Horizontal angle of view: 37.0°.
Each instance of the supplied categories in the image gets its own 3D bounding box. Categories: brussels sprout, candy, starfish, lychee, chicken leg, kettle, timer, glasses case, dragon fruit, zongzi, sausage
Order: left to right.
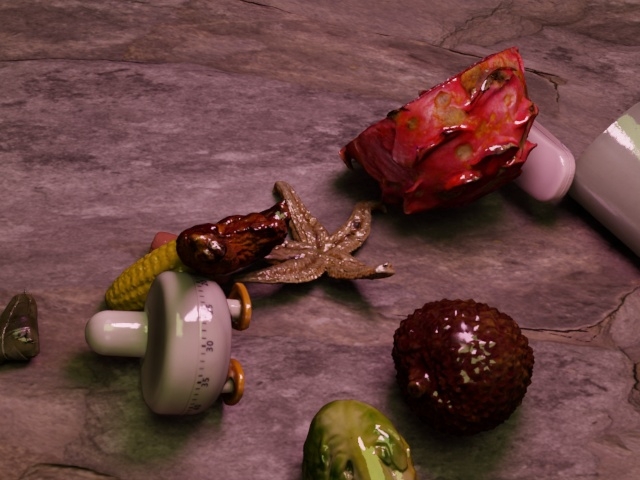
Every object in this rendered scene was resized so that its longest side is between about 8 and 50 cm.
[{"bbox_3d":[-0.541,0.137,1.602,0.131,0.062,0.154,-13,52,-5],"label":"zongzi"},{"bbox_3d":[-0.283,0.067,1.650,0.199,0.106,0.094,-25,39,9],"label":"candy"},{"bbox_3d":[-0.245,0.162,1.525,0.240,0.233,0.233,5,54,-21],"label":"timer"},{"bbox_3d":[-0.231,0.033,1.722,0.154,0.062,0.062,19,55,2],"label":"sausage"},{"bbox_3d":[-0.149,0.007,1.519,0.158,0.407,0.095,-19,91,14],"label":"chicken leg"},{"bbox_3d":[0.001,0.009,1.757,0.327,0.094,0.375,23,40,25],"label":"starfish"},{"bbox_3d":[0.061,0.346,1.478,0.161,0.223,0.223,-12,58,-37],"label":"brussels sprout"},{"bbox_3d":[0.245,-0.186,1.801,0.386,0.371,0.249,-31,91,14],"label":"dragon fruit"},{"bbox_3d":[0.241,0.204,1.596,0.271,0.236,0.236,-13,56,-48],"label":"lychee"},{"bbox_3d":[0.403,-0.187,1.919,0.075,0.113,0.297,1,34,-30],"label":"glasses case"},{"bbox_3d":[0.721,-0.073,1.896,0.376,0.250,0.361,48,34,19],"label":"kettle"}]
